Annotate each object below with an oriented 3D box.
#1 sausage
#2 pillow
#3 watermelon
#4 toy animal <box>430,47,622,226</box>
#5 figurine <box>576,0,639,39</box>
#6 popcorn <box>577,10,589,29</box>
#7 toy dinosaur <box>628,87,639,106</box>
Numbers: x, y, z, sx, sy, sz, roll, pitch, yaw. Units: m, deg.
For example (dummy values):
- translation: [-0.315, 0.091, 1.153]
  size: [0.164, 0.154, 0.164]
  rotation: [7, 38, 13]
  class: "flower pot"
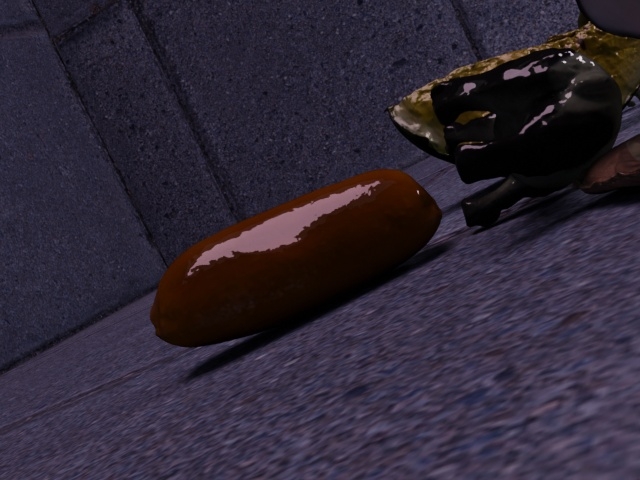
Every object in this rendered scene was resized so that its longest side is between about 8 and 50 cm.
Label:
- translation: [-0.021, 0.015, 0.691]
  size: [0.238, 0.098, 0.098]
  rotation: [-26, 3, -3]
  class: "sausage"
- translation: [0.221, -0.060, 0.477]
  size: [0.135, 0.034, 0.211]
  rotation: [-28, 2, -4]
  class: "pillow"
- translation: [0.223, -0.147, 0.933]
  size: [0.301, 0.129, 0.123]
  rotation: [-21, 6, 5]
  class: "watermelon"
- translation: [0.151, -0.074, 0.645]
  size: [0.121, 0.094, 0.225]
  rotation: [-16, -13, 8]
  class: "toy animal"
- translation: [0.292, -0.228, 0.482]
  size: [0.340, 0.324, 0.231]
  rotation: [-25, 42, -38]
  class: "figurine"
- translation: [0.557, -0.408, 1.386]
  size: [0.290, 0.326, 0.321]
  rotation: [-30, -40, -5]
  class: "popcorn"
- translation: [0.364, -0.176, 1.070]
  size: [0.037, 0.058, 0.180]
  rotation: [-20, -14, -38]
  class: "toy dinosaur"
